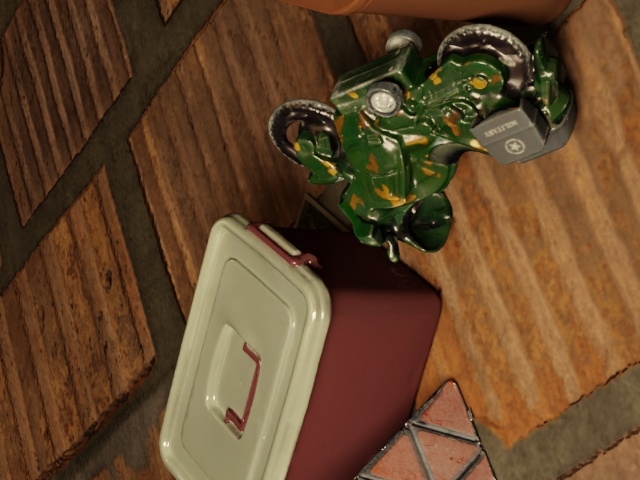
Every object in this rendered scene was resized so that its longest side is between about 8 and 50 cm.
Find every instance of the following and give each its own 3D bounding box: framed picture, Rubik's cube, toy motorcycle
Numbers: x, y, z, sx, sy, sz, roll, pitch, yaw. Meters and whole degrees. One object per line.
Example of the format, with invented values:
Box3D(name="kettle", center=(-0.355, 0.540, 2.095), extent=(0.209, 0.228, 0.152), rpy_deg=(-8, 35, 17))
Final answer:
Box3D(name="framed picture", center=(0.000, 0.000, 1.445), extent=(0.089, 0.007, 0.066), rpy_deg=(43, 123, 45))
Box3D(name="Rubik's cube", center=(0.097, 0.285, 1.275), extent=(0.190, 0.211, 0.178), rpy_deg=(43, 151, 16))
Box3D(name="toy motorcycle", center=(0.097, -0.082, 1.200), extent=(0.275, 0.187, 0.125), rpy_deg=(-20, 33, 38))

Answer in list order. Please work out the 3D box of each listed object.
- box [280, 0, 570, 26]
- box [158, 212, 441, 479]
Box3D(name="box", center=(0.046, -0.317, 1.192), extent=(0.339, 0.229, 0.239), rpy_deg=(27, 111, 50))
Box3D(name="box", center=(-0.018, 0.129, 1.336), extent=(0.193, 0.167, 0.294), rpy_deg=(40, 122, 48))
